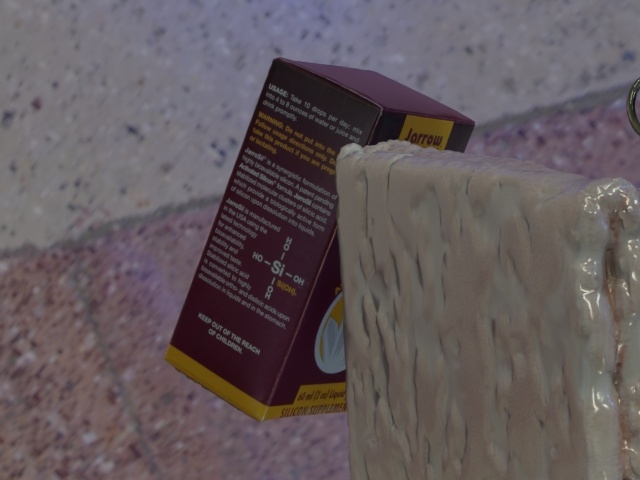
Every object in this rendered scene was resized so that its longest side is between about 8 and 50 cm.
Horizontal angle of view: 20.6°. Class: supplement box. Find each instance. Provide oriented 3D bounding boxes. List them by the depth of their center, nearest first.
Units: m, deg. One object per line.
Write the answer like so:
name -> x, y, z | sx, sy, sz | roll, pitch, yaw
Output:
supplement box -> 0.000, 0.000, 0.994 | 0.081, 0.188, 0.104 | 29, 15, 32

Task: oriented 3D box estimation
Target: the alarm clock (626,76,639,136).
alarm clock -> 0.196, -0.118, 0.768 | 0.129, 0.064, 0.192 | 36, 81, 13

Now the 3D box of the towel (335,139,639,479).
towel -> 0.069, 0.130, 0.667 | 0.053, 0.317, 0.332 | -4, 95, -13
